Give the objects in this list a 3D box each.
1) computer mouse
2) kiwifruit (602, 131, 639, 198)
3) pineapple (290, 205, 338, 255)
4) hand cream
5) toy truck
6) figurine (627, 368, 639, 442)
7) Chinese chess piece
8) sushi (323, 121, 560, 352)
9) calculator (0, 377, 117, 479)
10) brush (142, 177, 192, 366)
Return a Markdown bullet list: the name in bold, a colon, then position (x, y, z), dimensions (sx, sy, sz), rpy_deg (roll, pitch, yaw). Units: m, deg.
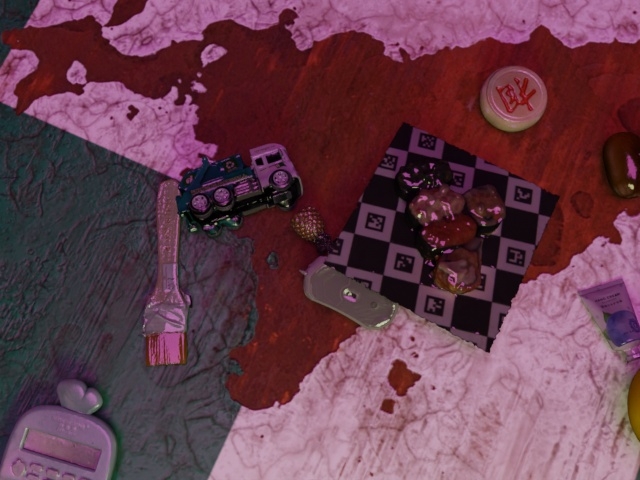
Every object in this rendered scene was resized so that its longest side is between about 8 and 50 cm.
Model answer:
- **computer mouse**: position (0.047, 0.087, 1.204), dimensions (0.182, 0.056, 0.089), rpy_deg (23, 97, 2)
- **kiwifruit**: position (0.547, -0.136, 1.245), dimensions (0.075, 0.075, 0.124), rpy_deg (-4, 74, -1)
- **pineapple**: position (0.000, 0.000, 1.226), dimensions (0.058, 0.058, 0.124), rpy_deg (-35, 82, -7)
- **hand cream**: position (0.512, 0.139, 1.203), dimensions (0.084, 0.053, 0.142), rpy_deg (-16, 69, -2)
- **toy truck**: position (-0.147, -0.097, 1.223), dimensions (0.216, 0.110, 0.116), rpy_deg (-19, 68, -3)
- **figurine**: position (0.635, 0.216, 1.126), dimensions (0.215, 0.187, 0.343), rpy_deg (38, 74, -5)
- **Chinese chess piece**: position (0.353, -0.260, 1.281), dimensions (0.122, 0.051, 0.122), rpy_deg (0, 78, 0)
- **sushi**: position (0.220, -0.034, 1.190), dimensions (0.320, 0.069, 0.339), rpy_deg (29, 67, 6)
- **calculator**: position (-0.436, 0.378, 1.157), dimensions (0.184, 0.042, 0.295), rpy_deg (16, 81, 3)
- **brush**: position (-0.271, 0.051, 1.234), dimensions (0.085, 0.020, 0.336), rpy_deg (-2, 78, 0)
